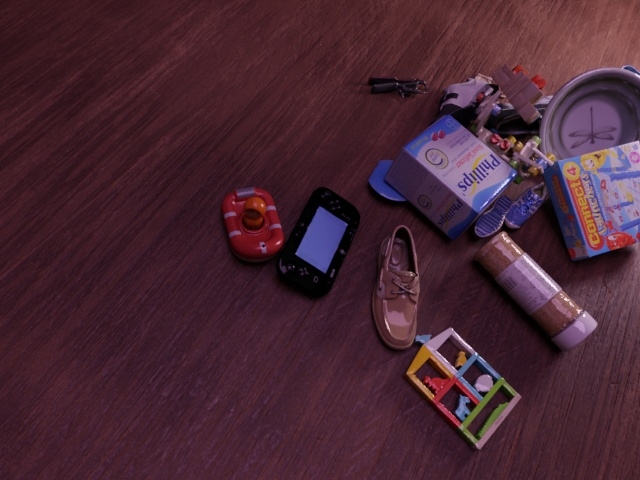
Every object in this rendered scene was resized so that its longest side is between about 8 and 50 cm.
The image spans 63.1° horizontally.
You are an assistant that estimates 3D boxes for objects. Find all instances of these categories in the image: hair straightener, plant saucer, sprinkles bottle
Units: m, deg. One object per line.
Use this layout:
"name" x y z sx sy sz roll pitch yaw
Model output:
"hair straightener" 0.283 -0.530 1.834 0.230 0.047 0.089 -1 61 -17
"plant saucer" 0.913 -0.366 1.740 0.400 0.401 0.100 13 16 -4
"sprinkles bottle" 0.597 0.138 1.466 0.121 0.121 0.355 -32 71 -25

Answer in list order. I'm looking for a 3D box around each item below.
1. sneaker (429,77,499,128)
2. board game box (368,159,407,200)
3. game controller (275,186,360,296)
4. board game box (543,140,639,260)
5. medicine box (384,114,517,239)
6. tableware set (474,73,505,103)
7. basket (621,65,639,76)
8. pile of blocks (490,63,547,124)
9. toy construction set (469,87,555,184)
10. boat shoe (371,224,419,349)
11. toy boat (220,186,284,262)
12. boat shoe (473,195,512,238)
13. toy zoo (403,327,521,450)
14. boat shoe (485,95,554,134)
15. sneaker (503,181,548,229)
"sneaker" 0.456 -0.456 1.792 0.330 0.123 0.146 -37 57 -27
"board game box" 0.222 -0.179 1.625 0.133 0.033 0.169 27 52 6
"game controller" 0.000 0.000 1.450 0.166 0.067 0.319 28 60 -5
"board game box" 0.883 -0.124 1.618 0.301 0.086 0.309 -15 84 -13
"medicine box" 0.394 -0.196 1.577 0.289 0.149 0.263 43 54 12
"tableware set" 0.614 -0.545 1.915 0.141 0.020 0.169 34 60 8
"basket" 1.114 -0.469 1.865 0.289 0.201 0.254 -42 74 -18
"pile of blocks" 0.655 -0.464 1.640 0.149 0.112 0.362 39 28 -20
"toy construction set" 0.583 -0.314 1.653 0.151 0.215 0.328 -34 75 7
"boat shoe" 0.206 0.119 1.406 0.121 0.110 0.341 5 60 -8
"toy boat" -0.180 -0.060 1.408 0.150 0.151 0.231 -12 64 -17
"boat shoe" 0.522 -0.059 1.595 0.066 0.066 0.183 42 62 13
"toy zoo" 0.348 0.359 1.345 0.192 0.030 0.293 -38 73 -27
"boat shoe" 0.737 -0.412 1.806 0.334 0.121 0.119 -8 50 -4
"sneaker" 0.643 -0.114 1.641 0.080 0.081 0.211 40 61 12
